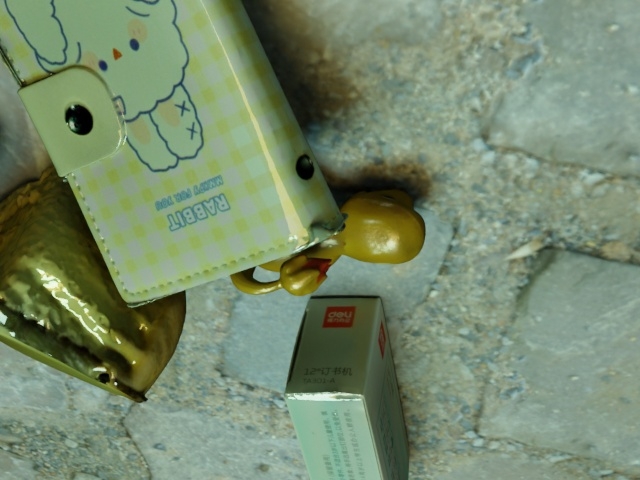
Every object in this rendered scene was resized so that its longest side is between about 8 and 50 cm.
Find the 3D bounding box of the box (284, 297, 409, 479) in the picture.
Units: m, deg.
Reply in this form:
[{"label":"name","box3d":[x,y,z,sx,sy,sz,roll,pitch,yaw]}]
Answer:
[{"label":"box","box3d":[0.036,0.197,0.891,0.079,0.135,0.269,-2,131,14]}]

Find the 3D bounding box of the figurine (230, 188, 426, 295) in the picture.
[{"label":"figurine","box3d":[0.001,0.002,0.734,0.176,0.122,0.121,-5,127,18]}]

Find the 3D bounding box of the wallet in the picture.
[{"label":"wallet","box3d":[-0.130,-0.116,0.651,0.223,0.077,0.309,-17,106,34]}]

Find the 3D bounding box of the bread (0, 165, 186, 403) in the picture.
[{"label":"bread","box3d":[-0.220,0.046,0.803,0.204,0.162,0.262,49,166,-29]}]
